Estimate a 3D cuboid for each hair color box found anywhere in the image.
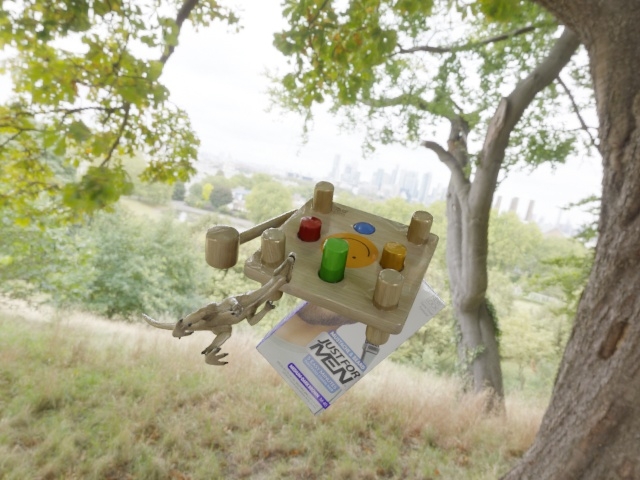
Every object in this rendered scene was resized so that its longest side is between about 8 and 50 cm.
[{"bbox_3d":[0.059,0.165,0.873,0.185,0.339,0.110,48,2,1],"label":"hair color box"}]

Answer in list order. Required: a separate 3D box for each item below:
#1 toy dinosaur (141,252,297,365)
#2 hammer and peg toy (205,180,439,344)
[{"bbox_3d":[-0.098,0.074,0.405,0.183,0.053,0.092,-23,14,11],"label":"toy dinosaur"},{"bbox_3d":[0.000,0.000,0.724,0.361,0.127,0.266,20,37,18],"label":"hammer and peg toy"}]
